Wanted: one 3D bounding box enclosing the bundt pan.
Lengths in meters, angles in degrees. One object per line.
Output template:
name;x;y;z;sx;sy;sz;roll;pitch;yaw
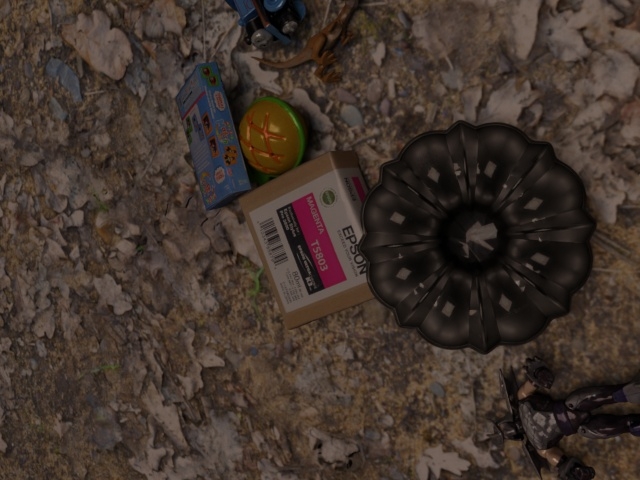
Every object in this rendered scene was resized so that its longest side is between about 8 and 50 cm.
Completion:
bundt pan;0.201;-0.003;0.858;0.330;0.124;0.331;0;92;12

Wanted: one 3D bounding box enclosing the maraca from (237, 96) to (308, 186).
maraca;-0.087;-0.157;1.059;0.127;0.099;0.185;58;140;4

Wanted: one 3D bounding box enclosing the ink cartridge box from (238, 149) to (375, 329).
ink cartridge box;0.000;0.000;1.033;0.193;0.088;0.235;-25;84;29

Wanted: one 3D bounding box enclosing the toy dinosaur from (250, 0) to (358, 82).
toy dinosaur;-0.006;-0.301;1.028;0.211;0.064;0.112;-32;54;25

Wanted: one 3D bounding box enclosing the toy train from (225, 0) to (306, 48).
toy train;-0.095;-0.385;1.029;0.105;0.080;0.184;-33;66;24

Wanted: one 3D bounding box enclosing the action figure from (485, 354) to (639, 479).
action figure;0.351;0.233;0.871;0.284;0.099;0.186;-23;94;32

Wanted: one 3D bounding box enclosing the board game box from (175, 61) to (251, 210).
board game box;-0.184;-0.168;1.093;0.160;0.039;0.212;-17;87;63
